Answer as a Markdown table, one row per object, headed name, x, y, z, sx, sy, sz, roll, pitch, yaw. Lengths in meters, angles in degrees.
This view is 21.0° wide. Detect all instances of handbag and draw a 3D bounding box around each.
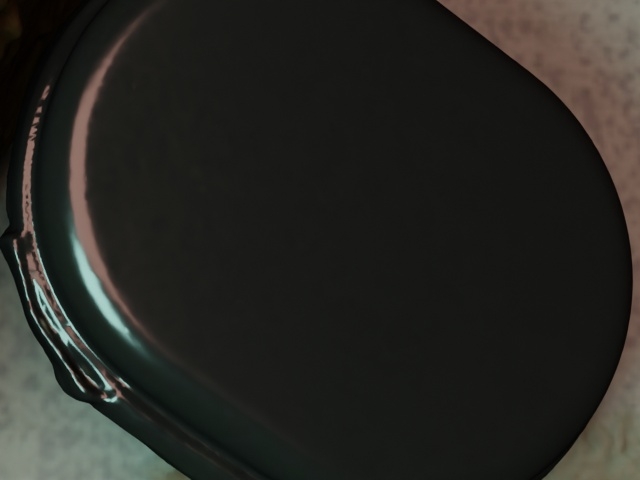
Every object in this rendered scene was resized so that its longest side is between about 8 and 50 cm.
| name | x | y | z | sx | sy | sz | roll | pitch | yaw |
| --- | --- | --- | --- | --- | --- | --- | --- | --- | --- |
| handbag | 0.000 | 0.000 | 0.804 | 0.308 | 0.093 | 0.253 | 36 | 72 | -11 |

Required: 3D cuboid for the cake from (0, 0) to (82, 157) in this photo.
| name | x | y | z | sx | sy | sz | roll | pitch | yaw |
| --- | --- | --- | --- | --- | --- | --- | --- | --- | --- |
| cake | -0.263 | -0.133 | 0.783 | 0.290 | 0.282 | 0.255 | 25 | 73 | -2 |
